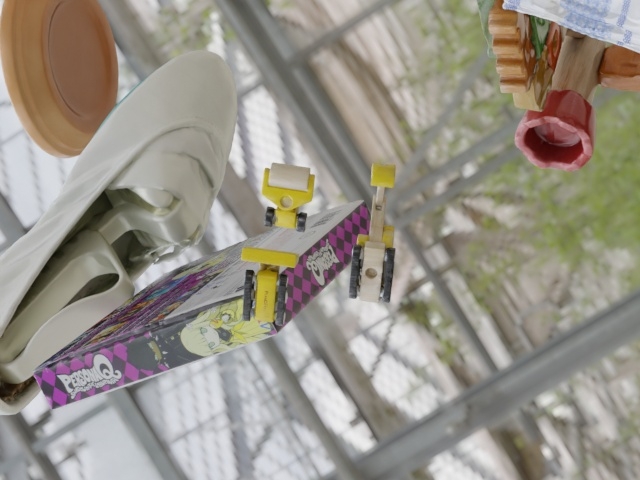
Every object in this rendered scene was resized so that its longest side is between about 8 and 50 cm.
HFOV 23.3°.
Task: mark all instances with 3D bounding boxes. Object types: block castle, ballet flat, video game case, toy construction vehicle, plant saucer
[{"bbox_3d":[0.308,-0.241,1.488,0.453,0.303,0.213,69,-145,-48],"label":"block castle"},{"bbox_3d":[-0.182,0.002,1.366,0.139,0.400,0.139,38,164,13],"label":"ballet flat"},{"bbox_3d":[-0.084,0.047,1.228,0.042,0.210,0.232,66,-154,-9],"label":"video game case"},{"bbox_3d":[0.000,0.000,0.865,0.035,0.086,0.098,-76,-10,-63],"label":"toy construction vehicle"},{"bbox_3d":[-0.259,-0.184,1.581,0.200,0.037,0.200,-6,-90,-69],"label":"plant saucer"}]

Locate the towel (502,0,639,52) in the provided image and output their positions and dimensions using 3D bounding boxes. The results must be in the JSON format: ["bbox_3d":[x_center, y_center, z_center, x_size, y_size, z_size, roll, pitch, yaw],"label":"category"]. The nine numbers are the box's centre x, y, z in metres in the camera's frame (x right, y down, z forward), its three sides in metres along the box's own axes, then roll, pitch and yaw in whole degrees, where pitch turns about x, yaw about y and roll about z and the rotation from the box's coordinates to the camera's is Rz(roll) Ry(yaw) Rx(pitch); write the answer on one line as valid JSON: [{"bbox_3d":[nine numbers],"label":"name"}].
[{"bbox_3d":[0.258,-0.247,1.186,0.034,0.209,0.285,0,-160,-38],"label":"towel"}]
